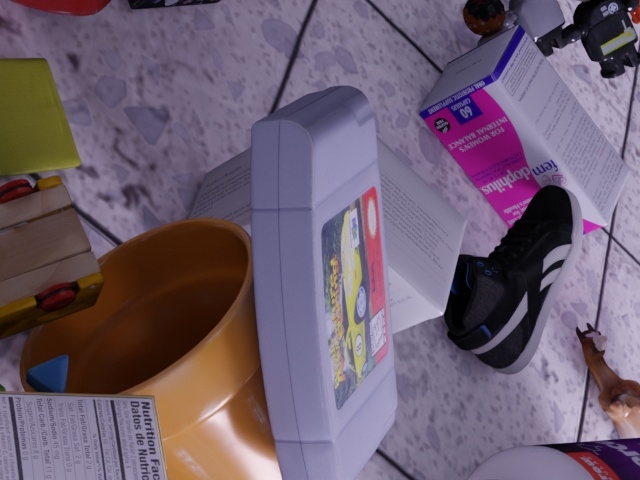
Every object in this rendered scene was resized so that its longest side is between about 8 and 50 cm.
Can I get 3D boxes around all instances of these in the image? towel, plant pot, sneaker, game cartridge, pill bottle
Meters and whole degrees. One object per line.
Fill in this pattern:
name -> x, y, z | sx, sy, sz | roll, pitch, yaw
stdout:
towel -> -0.297, -0.092, 1.276 | 0.237, 0.021, 0.102 | -12, 83, -50
plant pot -> -0.099, 0.118, 1.254 | 0.188, 0.205, 0.205 | 59, 37, -31
sneaker -> 0.195, 0.019, 1.663 | 0.121, 0.079, 0.217 | 33, 67, -33
game cartridge -> 0.004, 0.042, 1.213 | 0.196, 0.060, 0.294 | -36, 123, -65
pill bottle -> 0.250, 0.283, 1.534 | 0.323, 0.181, 0.181 | 4, 66, -47

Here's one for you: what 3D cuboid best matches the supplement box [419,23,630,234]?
supplement box -> 0.230, -0.109, 1.782 | 0.220, 0.111, 0.114 | 49, 42, -16

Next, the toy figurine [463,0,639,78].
toy figurine -> 0.279, -0.274, 1.848 | 0.148, 0.209, 0.213 | 61, 38, -20

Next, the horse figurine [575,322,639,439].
horse figurine -> 0.372, 0.220, 1.755 | 0.066, 0.174, 0.263 | -40, 103, -4

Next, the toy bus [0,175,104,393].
toy bus -> -0.262, 0.034, 1.174 | 0.202, 0.104, 0.191 | 24, 66, -5

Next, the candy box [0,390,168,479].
candy box -> -0.276, 0.159, 1.030 | 0.316, 0.183, 0.087 | 7, 66, -45

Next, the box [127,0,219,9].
box -> -0.128, -0.361, 1.492 | 0.142, 0.163, 0.247 | -15, 81, -54

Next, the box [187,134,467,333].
box -> 0.000, 0.000, 1.418 | 0.182, 0.181, 0.119 | 41, 46, -25

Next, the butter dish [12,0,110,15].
butter dish -> -0.221, -0.246, 1.374 | 0.160, 0.118, 0.160 | 16, 49, 8
